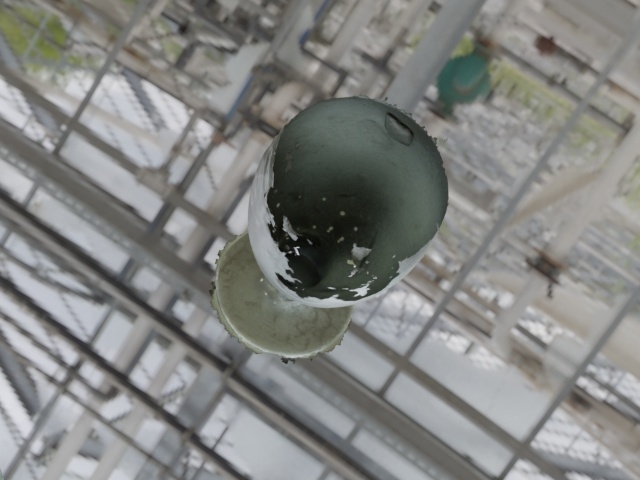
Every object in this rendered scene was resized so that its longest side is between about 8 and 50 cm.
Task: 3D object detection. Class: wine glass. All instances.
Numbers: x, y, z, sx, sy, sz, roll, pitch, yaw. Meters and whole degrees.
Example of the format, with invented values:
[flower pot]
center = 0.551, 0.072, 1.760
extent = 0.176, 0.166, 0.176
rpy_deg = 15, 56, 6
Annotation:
[wine glass]
center = 0.000, -0.004, 1.255
extent = 0.190, 0.190, 0.357
rpy_deg = 33, 155, -2

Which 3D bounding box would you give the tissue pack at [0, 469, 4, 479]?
[tissue pack]
center = -0.280, 0.017, 0.349
extent = 0.266, 0.194, 0.356
rpy_deg = 59, -171, 18
